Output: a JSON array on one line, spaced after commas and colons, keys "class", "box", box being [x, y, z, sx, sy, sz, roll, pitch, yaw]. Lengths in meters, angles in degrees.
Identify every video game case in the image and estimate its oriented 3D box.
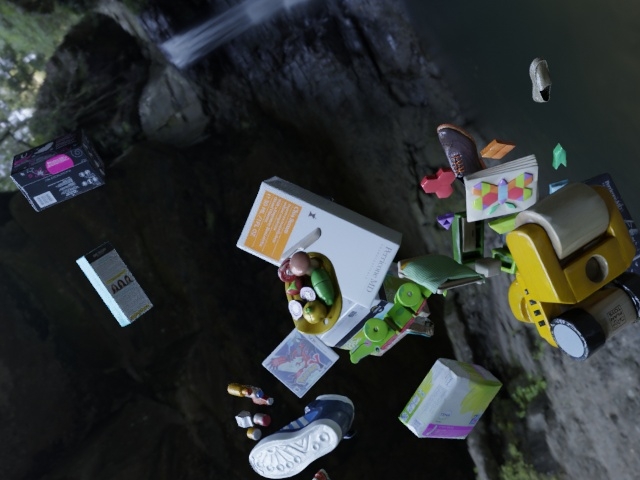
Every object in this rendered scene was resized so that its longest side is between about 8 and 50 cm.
[{"class": "video game case", "box": [-0.068, 0.416, 2.209, 0.183, 0.201, 0.023, 42, -175, -6]}]

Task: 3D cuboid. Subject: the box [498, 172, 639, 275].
[{"class": "box", "box": [0.742, 0.030, 1.845, 0.343, 0.312, 0.179, 63, 166, 1]}]

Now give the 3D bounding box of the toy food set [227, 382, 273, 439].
[{"class": "toy food set", "box": [-0.229, 0.597, 2.246, 0.111, 0.104, 0.232, -29, -71, -41]}]

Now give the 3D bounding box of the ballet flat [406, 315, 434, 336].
[{"class": "ballet flat", "box": [0.350, 0.300, 2.246, 0.206, 0.073, 0.067, 22, -98, -63]}]

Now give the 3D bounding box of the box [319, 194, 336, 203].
[{"class": "box", "box": [0.014, -0.104, 2.176, 0.083, 0.052, 0.062, -69, -27, -19]}]

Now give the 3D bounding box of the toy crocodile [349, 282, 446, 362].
[{"class": "toy crocodile", "box": [0.210, 0.220, 1.763, 0.105, 0.340, 0.115, 44, 170, 11]}]

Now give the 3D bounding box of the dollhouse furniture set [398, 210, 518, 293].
[{"class": "dollhouse furniture set", "box": [0.374, 0.022, 1.716, 0.197, 0.301, 0.151, 22, 119, 60]}]

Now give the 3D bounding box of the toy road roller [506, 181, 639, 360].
[{"class": "toy road roller", "box": [0.474, 0.063, 1.267, 0.330, 0.202, 0.240, 65, 162, -9]}]

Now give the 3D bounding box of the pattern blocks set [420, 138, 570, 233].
[{"class": "pattern blocks set", "box": [0.424, -0.118, 1.495, 0.285, 0.324, 0.026, 54, -162, -41]}]

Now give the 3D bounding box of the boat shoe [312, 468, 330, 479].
[{"class": "boat shoe", "box": [0.024, 0.710, 1.800, 0.043, 0.049, 0.137, -46, -66, -42]}]

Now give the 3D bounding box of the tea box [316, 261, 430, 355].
[{"class": "tea box", "box": [0.181, 0.249, 2.438, 0.323, 0.329, 0.220, 15, -136, -29]}]

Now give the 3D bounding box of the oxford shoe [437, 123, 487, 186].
[{"class": "oxford shoe", "box": [0.453, -0.261, 2.032, 0.271, 0.097, 0.098, 45, -129, -32]}]

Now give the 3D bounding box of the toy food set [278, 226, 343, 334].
[{"class": "toy food set", "box": [-0.037, 0.085, 1.303, 0.071, 0.128, 0.218, 21, -134, -53]}]

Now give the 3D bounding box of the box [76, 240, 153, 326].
[{"class": "box", "box": [-0.626, 0.133, 1.938, 0.100, 0.060, 0.244, -41, -77, -45]}]

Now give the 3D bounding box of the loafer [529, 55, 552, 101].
[{"class": "loafer", "box": [0.654, -0.471, 1.869, 0.050, 0.056, 0.148, 47, 166, 49]}]

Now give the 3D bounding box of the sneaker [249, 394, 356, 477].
[{"class": "sneaker", "box": [-0.040, 0.573, 1.908, 0.130, 0.322, 0.236, 58, -158, -2]}]

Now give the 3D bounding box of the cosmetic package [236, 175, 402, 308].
[{"class": "cosmetic package", "box": [0.000, 0.000, 1.967, 0.453, 0.230, 0.161, 24, -165, 4]}]

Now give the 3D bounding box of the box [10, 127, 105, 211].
[{"class": "box", "box": [-0.865, -0.235, 2.109, 0.142, 0.247, 0.163, -115, 2, -50]}]

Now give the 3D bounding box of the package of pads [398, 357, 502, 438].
[{"class": "package of pads", "box": [0.397, 0.471, 1.886, 0.296, 0.229, 0.101, 19, -165, -47]}]
